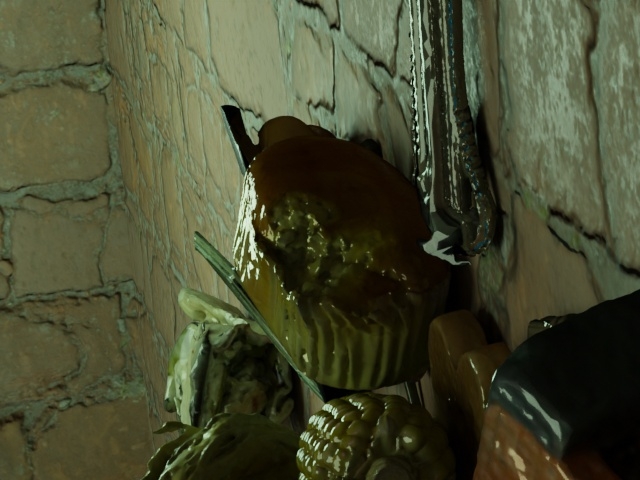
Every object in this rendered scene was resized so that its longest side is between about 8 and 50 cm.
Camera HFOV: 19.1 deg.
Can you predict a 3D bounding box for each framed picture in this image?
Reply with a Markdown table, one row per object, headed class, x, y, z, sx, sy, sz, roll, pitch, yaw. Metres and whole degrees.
| class | x | y | z | sx | sy | sz | roll | pitch | yaw |
| --- | --- | --- | --- | --- | --- | --- | --- | --- | --- |
| framed picture | -0.056 | 0.099 | 2.151 | 0.231 | 0.018 | 0.293 | 52 | 175 | -13 |

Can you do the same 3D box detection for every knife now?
| class | x | y | z | sx | sy | sz | roll | pitch | yaw |
| --- | --- | --- | --- | --- | --- | --- | --- | --- | --- |
| knife | 0.105 | -0.162 | 1.552 | 0.089 | 0.043 | 0.365 | 6 | 105 | 42 |

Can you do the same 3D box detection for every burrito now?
| class | x | y | z | sx | sy | sz | roll | pitch | yaw |
| --- | --- | --- | --- | --- | --- | --- | --- | --- | --- |
| burrito | -0.127 | 0.174 | 2.513 | 0.332 | 0.135 | 0.190 | -143 | 54 | -75 |

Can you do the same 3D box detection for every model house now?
| class | x | y | z | sx | sy | sz | roll | pitch | yaw |
| --- | --- | --- | --- | --- | --- | --- | --- | --- | --- |
| model house | 0.231 | 0.212 | 1.078 | 0.301 | 0.190 | 0.271 | 46 | 141 | 41 |

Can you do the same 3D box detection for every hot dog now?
| class | x | y | z | sx | sy | sz | roll | pitch | yaw |
| --- | --- | --- | --- | --- | --- | --- | --- | --- | --- |
| hot dog | 0.000 | -0.002 | 1.959 | 0.194 | 0.107 | 0.326 | -176 | 67 | -86 |

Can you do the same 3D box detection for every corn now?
| class | x | y | z | sx | sy | sz | roll | pitch | yaw |
| --- | --- | --- | --- | --- | --- | --- | --- | --- | --- |
| corn | 0.042 | 0.191 | 1.647 | 0.347 | 0.130 | 0.130 | 180 | 81 | -86 |

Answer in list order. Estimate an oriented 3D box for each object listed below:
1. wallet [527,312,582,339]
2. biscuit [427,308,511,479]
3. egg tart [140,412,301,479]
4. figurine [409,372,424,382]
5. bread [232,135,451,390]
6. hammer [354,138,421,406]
| class | x | y | z | sx | sy | sz | roll | pitch | yaw |
| --- | --- | --- | --- | --- | --- | --- | --- | --- | --- |
| wallet | 0.190 | 0.110 | 1.380 | 0.152 | 0.038 | 0.118 | 180 | 79 | -78 |
| biscuit | 0.148 | 0.240 | 1.602 | 0.275 | 0.052 | 0.355 | -139 | 41 | -76 |
| egg tart | -0.107 | 0.376 | 2.079 | 0.169 | 0.388 | 0.388 | -7 | 92 | 42 |
| figurine | 0.071 | 0.096 | 1.794 | 0.083 | 0.067 | 0.071 | 63 | -176 | 8 |
| bread | 0.019 | 0.011 | 1.722 | 0.250 | 0.179 | 0.133 | -111 | 25 | -48 |
| hammer | 0.061 | 0.046 | 1.860 | 0.029 | 0.058 | 0.292 | 152 | 104 | -81 |
